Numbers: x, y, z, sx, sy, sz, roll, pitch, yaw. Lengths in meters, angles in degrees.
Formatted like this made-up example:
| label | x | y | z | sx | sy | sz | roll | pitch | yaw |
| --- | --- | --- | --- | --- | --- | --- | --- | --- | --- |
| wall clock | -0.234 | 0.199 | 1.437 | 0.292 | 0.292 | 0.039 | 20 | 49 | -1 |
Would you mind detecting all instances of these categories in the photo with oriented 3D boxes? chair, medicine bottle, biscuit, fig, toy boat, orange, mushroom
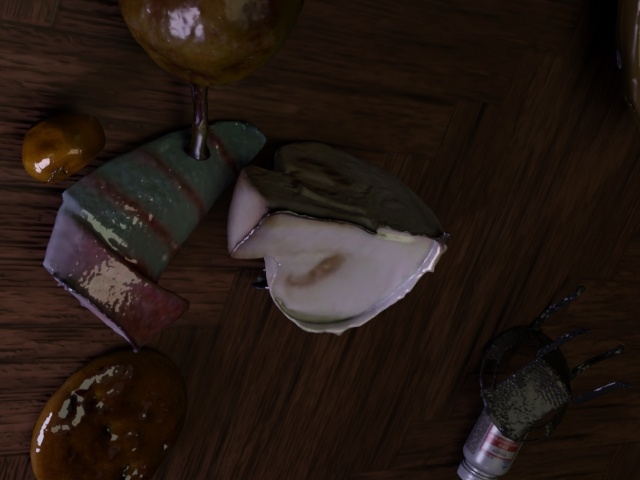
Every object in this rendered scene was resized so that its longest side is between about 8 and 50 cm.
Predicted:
| label | x | y | z | sx | sy | sz | roll | pitch | yaw |
| --- | --- | --- | --- | --- | --- | --- | --- | --- | --- |
| chair | 0.346 | 0.197 | 1.897 | 0.213 | 0.149 | 0.174 | -34 | 104 | 14 |
| medicine bottle | 0.270 | 0.315 | 1.962 | 0.079 | 0.079 | 0.140 | 12 | 109 | -44 |
| biscuit | -0.245 | 0.222 | 1.493 | 0.212 | 0.036 | 0.212 | -22 | 129 | -29 |
| fig | -0.128 | -0.198 | 1.224 | 0.190 | 0.191 | 0.290 | 1 | 133 | -41 |
| toy boat | -0.166 | -0.037 | 1.363 | 0.282 | 0.096 | 0.206 | -51 | 126 | -14 |
| orange | -0.258 | -0.095 | 1.242 | 0.086 | 0.086 | 0.062 | -40 | 113 | -12 |
| mushroom | -0.008 | -0.006 | 1.454 | 0.236 | 0.173 | 0.162 | 11 | 118 | -24 |

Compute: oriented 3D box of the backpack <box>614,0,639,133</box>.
| label | x | y | z | sx | sy | sz | roll | pitch | yaw |
| --- | --- | --- | --- | --- | --- | --- | --- | --- | --- |
| backpack | 0.555 | -0.266 | 1.644 | 0.353 | 0.201 | 0.378 | -17 | 117 | 0 |

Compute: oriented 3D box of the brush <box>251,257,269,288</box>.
| label | x | y | z | sx | sy | sz | roll | pitch | yaw |
| --- | --- | --- | --- | --- | --- | --- | --- | --- | --- |
| brush | 0.039 | 0.004 | 1.578 | 0.296 | 0.068 | 0.060 | -13 | 100 | -36 |
